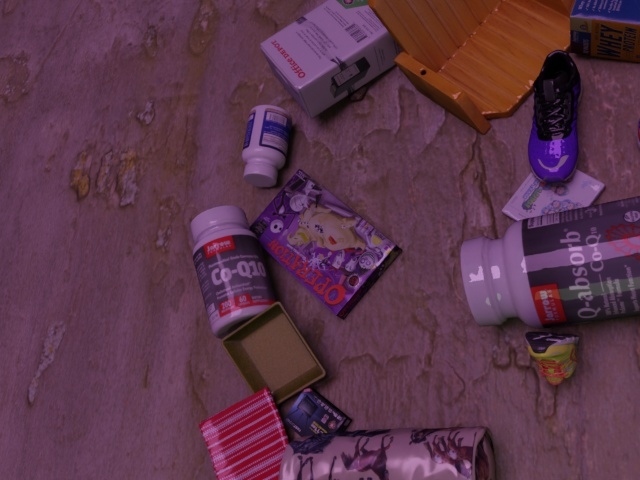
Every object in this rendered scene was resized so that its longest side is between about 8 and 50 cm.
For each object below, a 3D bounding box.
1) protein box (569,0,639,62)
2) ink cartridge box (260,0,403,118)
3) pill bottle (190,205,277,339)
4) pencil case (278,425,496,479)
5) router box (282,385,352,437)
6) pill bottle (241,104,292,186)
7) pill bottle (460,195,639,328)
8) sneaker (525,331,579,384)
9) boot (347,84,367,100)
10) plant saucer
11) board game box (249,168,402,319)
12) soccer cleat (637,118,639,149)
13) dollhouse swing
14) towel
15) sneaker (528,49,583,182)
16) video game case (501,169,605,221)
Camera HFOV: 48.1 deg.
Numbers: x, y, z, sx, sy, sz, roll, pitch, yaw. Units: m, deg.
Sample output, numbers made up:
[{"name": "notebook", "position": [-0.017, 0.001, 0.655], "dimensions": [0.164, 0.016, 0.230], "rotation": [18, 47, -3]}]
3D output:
[{"name": "protein box", "position": [0.644, -0.493, 1.479], "dimensions": [0.201, 0.136, 0.199], "rotation": [16, 77, 24]}, {"name": "ink cartridge box", "position": [0.028, -0.470, 1.777], "dimensions": [0.289, 0.121, 0.211], "rotation": [-33, 57, -4]}, {"name": "pill bottle", "position": [-0.205, 0.072, 1.663], "dimensions": [0.161, 0.161, 0.283], "rotation": [-26, 66, 16]}, {"name": "pencil case", "position": [0.122, 0.448, 1.341], "dimensions": [0.411, 0.160, 0.183], "rotation": [-9, 91, 22]}, {"name": "router box", "position": [-0.007, 0.381, 1.519], "dimensions": [0.122, 0.038, 0.092], "rotation": [32, 87, 34]}, {"name": "pill bottle", "position": [-0.138, -0.235, 1.804], "dimensions": [0.112, 0.112, 0.186], "rotation": [-1, 69, 27]}, {"name": "pill bottle", "position": [0.459, 0.050, 1.316], "dimensions": [0.363, 0.210, 0.210], "rotation": [-12, 64, 23]}, {"name": "sneaker", "position": [0.420, 0.211, 1.278], "dimensions": [0.082, 0.209, 0.094], "rotation": [2, 82, 33]}, {"name": "boot", "position": [0.052, -0.379, 1.813], "dimensions": [0.106, 0.037, 0.114], "rotation": [-42, 59, 7]}, {"name": "plant saucer", "position": [-0.098, 0.250, 1.570], "dimensions": [0.188, 0.045, 0.188], "rotation": [-36, 84, 25]}, {"name": "board game box", "position": [0.000, 0.000, 1.674], "dimensions": [0.347, 0.056, 0.208], "rotation": [40, 95, 34]}, {"name": "soccer cleat", "position": [0.712, -0.135, 1.318], "dimensions": [0.109, 0.116, 0.318], "rotation": [-41, 57, 6]}, {"name": "dollhouse swing", "position": [0.335, -0.495, 1.555], "dimensions": [0.347, 0.305, 0.315], "rotation": [-47, 56, 1]}, {"name": "towel", "position": [-0.146, 0.478, 1.530], "dimensions": [0.199, 0.031, 0.274], "rotation": [-30, 66, 17]}, {"name": "sneaker", "position": [0.473, -0.264, 1.465], "dimensions": [0.102, 0.146, 0.293], "rotation": [0, 62, 25]}, {"name": "video game case", "position": [0.478, -0.085, 1.477], "dimensions": [0.143, 0.019, 0.157], "rotation": [38, 89, 34]}]
